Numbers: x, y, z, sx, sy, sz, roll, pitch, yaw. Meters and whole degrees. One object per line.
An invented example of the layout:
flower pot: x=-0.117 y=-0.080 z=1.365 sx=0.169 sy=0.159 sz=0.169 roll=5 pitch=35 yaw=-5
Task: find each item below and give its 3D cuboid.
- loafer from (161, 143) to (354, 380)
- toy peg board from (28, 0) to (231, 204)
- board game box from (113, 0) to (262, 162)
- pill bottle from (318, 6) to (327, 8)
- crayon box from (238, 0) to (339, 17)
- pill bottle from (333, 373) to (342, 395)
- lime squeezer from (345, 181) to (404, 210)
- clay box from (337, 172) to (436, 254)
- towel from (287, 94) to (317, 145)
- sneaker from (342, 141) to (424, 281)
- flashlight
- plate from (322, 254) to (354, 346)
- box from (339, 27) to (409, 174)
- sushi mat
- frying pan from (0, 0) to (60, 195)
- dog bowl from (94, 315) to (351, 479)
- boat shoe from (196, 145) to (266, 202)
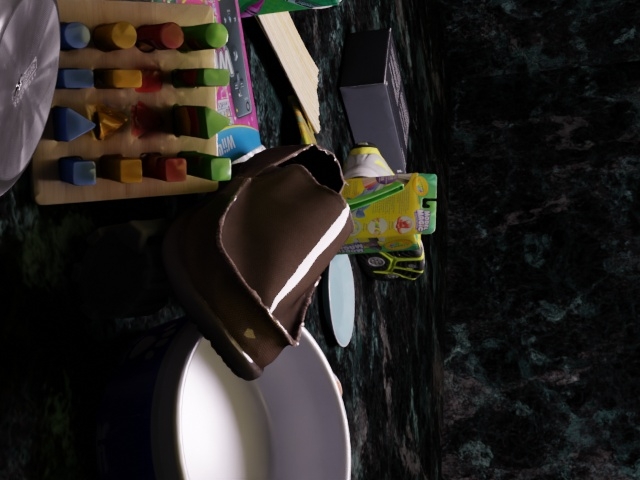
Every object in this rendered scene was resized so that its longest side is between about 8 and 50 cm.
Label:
loafer: x=-0.043 y=-0.015 z=0.799 sx=0.134 sy=0.130 sz=0.366 roll=54 pitch=17 yaw=-21
toy peg board: x=-0.145 y=-0.111 z=0.699 sx=0.161 sy=0.079 sz=0.161 roll=-7 pitch=102 yaw=-32
board game box: x=-0.155 y=-0.216 z=0.852 sx=0.224 sy=0.097 sz=0.303 roll=-48 pitch=133 yaw=-68
pill bottle: x=-0.005 y=-0.500 z=1.390 sx=0.136 sy=0.136 sz=0.245 roll=54 pitch=35 yaw=-63
crayon box: x=-0.056 y=-0.427 z=1.127 sx=0.081 sy=0.165 sz=0.278 roll=57 pitch=33 yaw=-61
pill bottle: x=-0.024 y=0.247 z=1.248 sx=0.152 sy=0.086 sz=0.086 roll=-55 pitch=139 yaw=-66
lime squeezer: x=0.000 y=0.000 z=1.387 sx=0.310 sy=0.110 sz=0.059 roll=-48 pitch=159 yaw=-27
clay box: x=0.086 y=-0.043 z=1.459 sx=0.053 sy=0.222 sz=0.127 roll=66 pitch=26 yaw=-53
towel: x=-0.012 y=-0.116 z=1.375 sx=0.102 sy=0.021 sz=0.237 roll=59 pitch=13 yaw=-53
sneaker: x=0.138 y=-0.048 z=1.809 sx=0.384 sy=0.145 sz=0.147 roll=69 pitch=23 yaw=-52
flashlight: x=-0.136 y=0.029 z=0.882 sx=0.304 sy=0.103 sz=0.103 roll=-12 pitch=89 yaw=-70
plate: x=0.031 y=0.102 z=1.604 sx=0.188 sy=0.024 sz=0.188 roll=-4 pitch=90 yaw=-75
box: x=0.122 y=-0.292 z=1.881 sx=0.261 sy=0.103 sz=0.184 roll=71 pitch=19 yaw=-47
sushi mat: x=-0.054 y=-0.311 z=1.342 sx=0.316 sy=0.019 sz=0.151 roll=59 pitch=24 yaw=-57
frying pan: x=-0.203 y=-0.164 z=0.549 sx=0.197 sy=0.053 sz=0.326 roll=-81 pitch=-174 yaw=-66
dog bowl: x=-0.085 y=0.196 z=0.844 sx=0.265 sy=0.104 sz=0.265 roll=32 pitch=49 yaw=-47
boat shoe: x=-0.060 y=-0.061 z=1.137 sx=0.320 sy=0.118 sz=0.103 roll=20 pitch=71 yaw=-66
